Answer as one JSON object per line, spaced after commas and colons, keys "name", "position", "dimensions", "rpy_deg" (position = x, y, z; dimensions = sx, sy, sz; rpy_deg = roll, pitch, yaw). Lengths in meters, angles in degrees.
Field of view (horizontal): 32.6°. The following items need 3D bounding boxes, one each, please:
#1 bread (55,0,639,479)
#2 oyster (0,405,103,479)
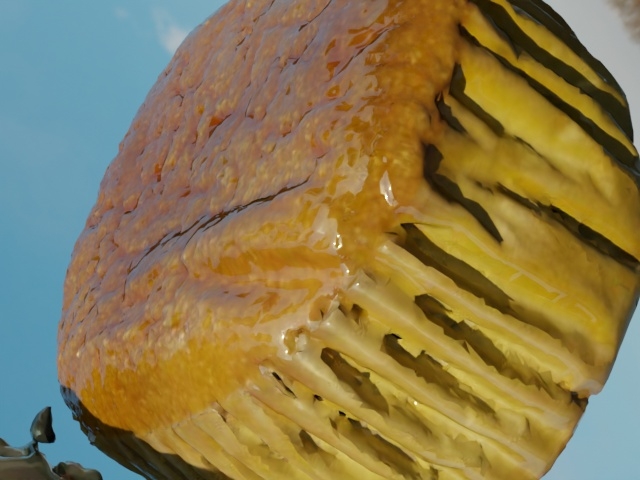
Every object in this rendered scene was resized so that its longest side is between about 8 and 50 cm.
{"name": "bread", "position": [0.000, 0.000, 0.443], "dimensions": [0.142, 0.253, 0.228], "rpy_deg": [29, -112, -23]}
{"name": "oyster", "position": [-0.114, 0.137, 0.393], "dimensions": [0.201, 0.354, 0.107], "rpy_deg": [9, -85, -46]}
